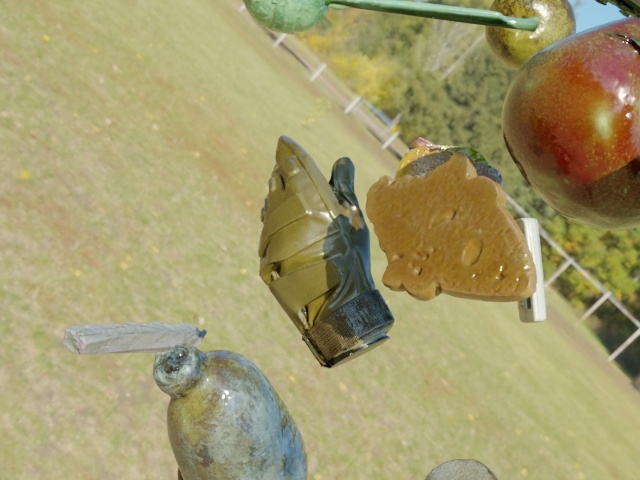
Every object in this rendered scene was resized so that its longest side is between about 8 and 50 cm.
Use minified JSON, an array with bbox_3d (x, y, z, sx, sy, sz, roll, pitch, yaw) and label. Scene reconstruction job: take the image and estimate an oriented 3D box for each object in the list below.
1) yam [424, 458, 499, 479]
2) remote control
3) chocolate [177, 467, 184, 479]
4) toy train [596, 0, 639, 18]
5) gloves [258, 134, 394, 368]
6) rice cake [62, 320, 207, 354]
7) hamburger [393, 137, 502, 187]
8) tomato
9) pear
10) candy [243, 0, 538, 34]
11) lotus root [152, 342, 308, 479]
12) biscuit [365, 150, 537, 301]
[{"bbox_3d":[0.151,0.272,0.785,0.127,0.084,0.084,64,-2,-29],"label":"yam"},{"bbox_3d":[0.462,0.066,1.837,0.090,0.049,0.230,152,-65,-76],"label":"remote control"},{"bbox_3d":[-0.164,0.365,1.348,0.133,0.124,0.127,-17,75,-41],"label":"chocolate"},{"bbox_3d":[0.243,-0.210,0.670,0.148,0.038,0.071,15,19,-41],"label":"toy train"},{"bbox_3d":[-0.009,0.002,1.116,0.141,0.154,0.331,-2,63,-47],"label":"gloves"},{"bbox_3d":[-0.309,0.165,1.412,0.270,0.055,0.049,4,21,-47],"label":"rice cake"},{"bbox_3d":[0.239,-0.101,1.562,0.210,0.173,0.116,21,-30,-11],"label":"hamburger"},{"bbox_3d":[0.401,-0.170,1.180,0.239,0.303,0.303,3,-28,49],"label":"tomato"},{"bbox_3d":[0.447,-0.462,1.805,0.197,0.197,0.197,43,9,-8],"label":"pear"},{"bbox_3d":[0.104,-0.344,1.231,0.440,0.119,0.119,7,14,-5],"label":"candy"},{"bbox_3d":[-0.111,0.265,1.115,0.175,0.175,0.349,-123,-166,-55],"label":"lotus root"},{"bbox_3d":[0.130,-0.006,0.852,0.035,0.162,0.250,28,8,-40],"label":"biscuit"}]
